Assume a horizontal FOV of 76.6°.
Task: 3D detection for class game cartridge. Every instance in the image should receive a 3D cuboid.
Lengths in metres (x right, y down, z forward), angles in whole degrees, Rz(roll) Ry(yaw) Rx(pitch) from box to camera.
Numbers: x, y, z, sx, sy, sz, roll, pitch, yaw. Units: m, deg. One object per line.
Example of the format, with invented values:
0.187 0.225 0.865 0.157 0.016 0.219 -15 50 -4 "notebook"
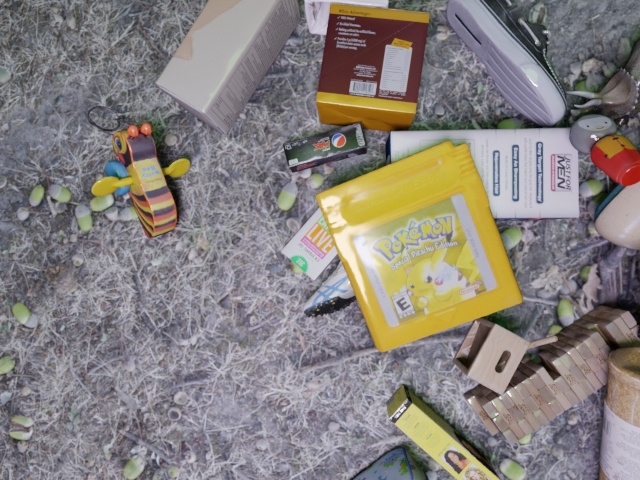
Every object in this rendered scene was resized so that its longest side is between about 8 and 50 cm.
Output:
0.179 0.012 0.744 0.286 0.052 0.323 -22 98 6 "game cartridge"

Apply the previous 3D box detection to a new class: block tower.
0.454 0.260 0.787 0.336 0.097 0.091 -35 86 3 "block tower"

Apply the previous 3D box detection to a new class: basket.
0.059 -0.499 0.838 0.167 0.113 0.103 9 84 4 "basket"

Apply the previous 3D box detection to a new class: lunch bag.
0.106 0.510 0.759 0.219 0.176 0.090 -39 85 1 "lunch bag"

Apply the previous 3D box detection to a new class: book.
0.000 0.000 0.862 0.096 0.035 0.144 41 92 8 "book"

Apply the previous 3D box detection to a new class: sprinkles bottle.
0.560 0.369 0.709 0.121 0.121 0.355 -6 106 4 "sprinkles bottle"

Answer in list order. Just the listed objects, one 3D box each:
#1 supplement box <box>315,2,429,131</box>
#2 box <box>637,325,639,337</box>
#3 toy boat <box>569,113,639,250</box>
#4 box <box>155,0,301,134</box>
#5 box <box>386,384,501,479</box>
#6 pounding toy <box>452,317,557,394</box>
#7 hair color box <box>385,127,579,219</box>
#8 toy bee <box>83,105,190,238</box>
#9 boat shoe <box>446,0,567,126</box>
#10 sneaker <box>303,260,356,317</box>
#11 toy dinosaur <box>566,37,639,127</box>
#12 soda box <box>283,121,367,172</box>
0.101 -0.339 0.818 0.192 0.129 0.194 8 88 5 "supplement box"
0.667 0.060 0.665 0.261 0.103 0.184 -35 126 -10 "box"
0.574 -0.119 0.709 0.318 0.148 0.267 17 131 -25 "toy boat"
-0.179 -0.394 0.833 0.121 0.148 0.311 33 89 5 "box"
0.238 0.394 0.801 0.232 0.087 0.058 40 93 3 "box"
0.346 0.211 0.777 0.100 0.130 0.141 29 90 4 "pounding toy"
0.308 -0.124 0.806 0.348 0.105 0.173 0 90 4 "hair color box"
-0.375 -0.154 0.811 0.298 0.162 0.195 48 53 -16 "toy bee"
0.394 -0.385 0.803 0.119 0.121 0.335 -34 85 3 "boat shoe"
0.057 0.073 0.836 0.237 0.085 0.086 -39 59 5 "sneaker"
0.617 -0.315 0.761 0.313 0.160 0.121 -51 41 -1 "toy dinosaur"
0.011 -0.193 0.853 0.169 0.060 0.053 -14 85 4 "soda box"
